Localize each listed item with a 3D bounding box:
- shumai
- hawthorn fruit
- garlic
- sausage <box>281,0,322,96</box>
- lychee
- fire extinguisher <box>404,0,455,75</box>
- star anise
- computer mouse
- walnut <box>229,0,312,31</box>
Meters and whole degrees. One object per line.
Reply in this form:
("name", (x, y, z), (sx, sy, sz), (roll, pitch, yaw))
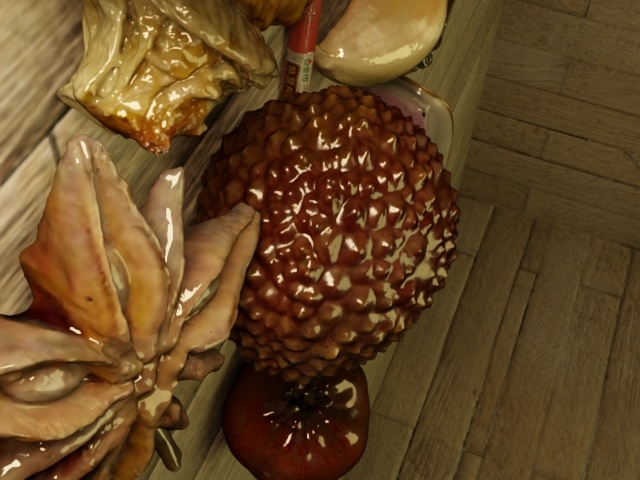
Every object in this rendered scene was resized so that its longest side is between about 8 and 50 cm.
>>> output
("shumai", (-0.108, -0.117, 0.552), (0.116, 0.145, 0.145), (-50, 169, 5))
("hawthorn fruit", (-0.040, 0.247, 1.205), (0.208, 0.208, 0.248), (-65, -177, -28))
("garlic", (0.065, -0.273, 1.067), (0.164, 0.145, 0.245), (54, 50, -35))
("sausage", (-0.024, -0.178, 0.967), (0.034, 0.034, 0.253), (-58, 161, -48))
("lychee", (0.000, 0.002, 0.818), (0.267, 0.267, 0.267), (18, 90, -78))
("fire extinguisher", (0.167, -0.381, 1.489), (0.075, 0.106, 0.252), (17, -93, 64))
("star anise", (-0.152, 0.082, 0.615), (0.292, 0.109, 0.349), (-58, 158, 7))
("computer mouse", (0.128, -0.171, 1.381), (0.072, 0.158, 0.310), (-52, 161, -20))
("walnut", (-0.037, -0.249, 0.727), (0.170, 0.069, 0.143), (-41, 149, -64))
